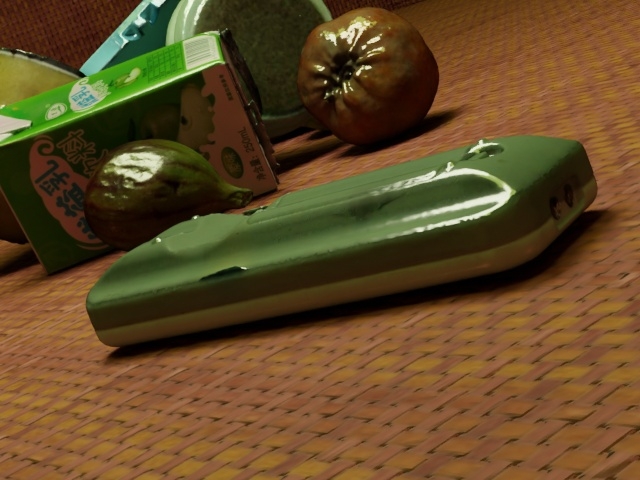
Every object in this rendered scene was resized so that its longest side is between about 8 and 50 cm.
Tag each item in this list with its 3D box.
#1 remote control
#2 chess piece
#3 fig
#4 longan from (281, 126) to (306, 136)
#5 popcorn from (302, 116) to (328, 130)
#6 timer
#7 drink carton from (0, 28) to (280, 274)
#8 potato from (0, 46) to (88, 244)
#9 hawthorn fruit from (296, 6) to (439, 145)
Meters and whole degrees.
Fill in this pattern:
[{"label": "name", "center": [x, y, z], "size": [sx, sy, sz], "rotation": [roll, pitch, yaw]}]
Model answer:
[{"label": "remote control", "center": [0.000, 0.000, 0.810], "size": [0.335, 0.065, 0.128], "rotation": [-14, 15, 36]}, {"label": "chess piece", "center": [-0.112, -0.187, 1.542], "size": [0.195, 0.194, 0.299], "rotation": [-26, -1, -23]}, {"label": "fig", "center": [-0.139, -0.038, 1.207], "size": [0.155, 0.109, 0.103], "rotation": [8, -7, 10]}, {"label": "longan", "center": [-0.043, -0.220, 1.745], "size": [0.187, 0.167, 0.167], "rotation": [-1, 10, -5]}, {"label": "popcorn", "center": [0.005, -0.192, 1.620], "size": [0.121, 0.116, 0.106], "rotation": [16, -18, 7]}, {"label": "timer", "center": [-0.218, -0.243, 1.687], "size": [0.232, 0.091, 0.250], "rotation": [-48, -15, -8]}, {"label": "drink carton", "center": [-0.187, -0.090, 1.328], "size": [0.271, 0.161, 0.108], "rotation": [-20, 30, 3]}, {"label": "potato", "center": [-0.322, -0.083, 1.523], "size": [0.247, 0.196, 0.300], "rotation": [14, -10, 29]}, {"label": "hawthorn fruit", "center": [0.056, -0.180, 1.379], "size": [0.149, 0.149, 0.189], "rotation": [-16, 16, 23]}]
